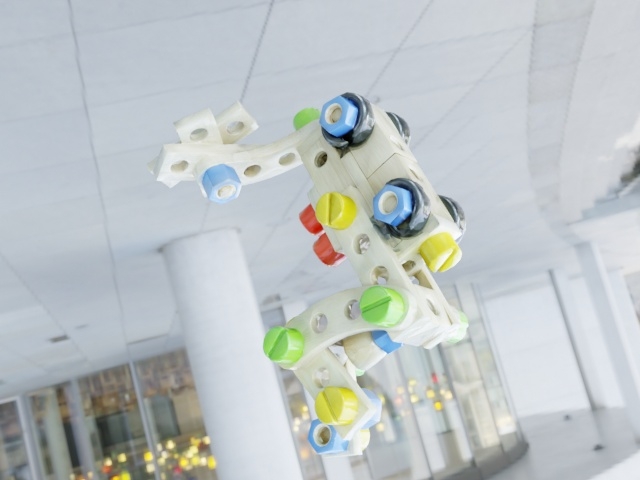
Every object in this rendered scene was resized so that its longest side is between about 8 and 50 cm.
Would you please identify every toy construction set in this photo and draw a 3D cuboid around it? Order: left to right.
[{"bbox_3d":[0.000,0.000,0.745,0.215,0.327,0.151,-43,160,23],"label":"toy construction set"}]
